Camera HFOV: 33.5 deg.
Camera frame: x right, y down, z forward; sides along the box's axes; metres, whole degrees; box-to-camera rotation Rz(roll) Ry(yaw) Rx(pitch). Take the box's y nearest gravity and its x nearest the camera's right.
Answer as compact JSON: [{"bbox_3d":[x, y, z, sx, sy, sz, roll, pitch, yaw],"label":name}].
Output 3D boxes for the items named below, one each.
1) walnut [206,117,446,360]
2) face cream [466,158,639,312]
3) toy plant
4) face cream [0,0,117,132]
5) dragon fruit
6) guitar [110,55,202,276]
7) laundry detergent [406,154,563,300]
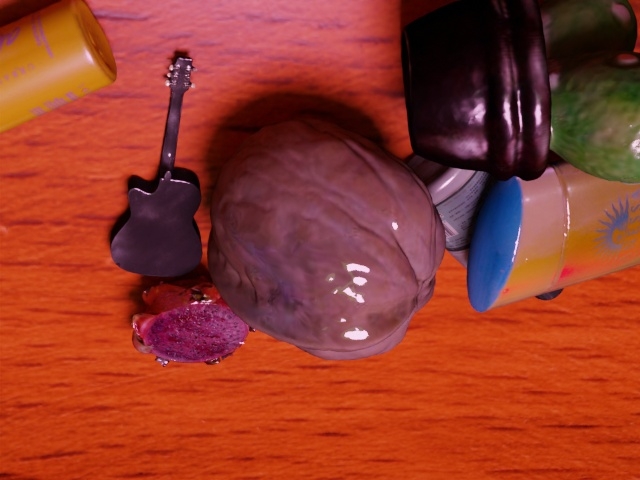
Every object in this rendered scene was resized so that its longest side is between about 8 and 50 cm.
[{"bbox_3d":[0.000,0.000,0.949,0.224,0.224,0.224,-6,127,-8],"label":"walnut"},{"bbox_3d":[0.269,-0.025,1.024,0.285,0.067,0.139,-14,123,-24],"label":"face cream"},{"bbox_3d":[0.189,-0.132,0.894,0.235,0.218,0.175,-6,137,4],"label":"toy plant"},{"bbox_3d":[-0.307,-0.113,0.880,0.273,0.078,0.078,-22,127,5],"label":"face cream"},{"bbox_3d":[-0.129,0.071,1.063,0.126,0.068,0.112,-35,132,27],"label":"dragon fruit"},{"bbox_3d":[-0.141,-0.064,0.984,0.088,0.025,0.233,5,125,-14],"label":"guitar"},{"bbox_3d":[0.175,-0.011,1.062,0.099,0.070,0.226,-43,122,10],"label":"laundry detergent"}]
